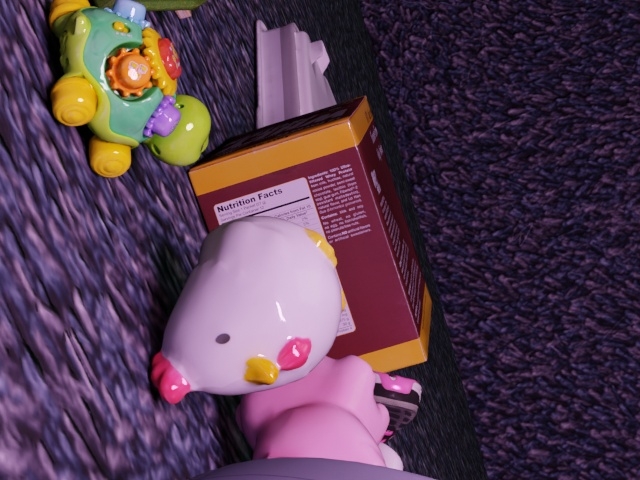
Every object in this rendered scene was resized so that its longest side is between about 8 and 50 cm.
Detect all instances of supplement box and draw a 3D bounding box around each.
[{"bbox_3d":[0.000,0.000,1.080,0.191,0.129,0.194,-64,136,-77],"label":"supplement box"}]

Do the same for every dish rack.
[{"bbox_3d":[0.007,-0.078,1.469,0.332,0.072,0.285,-96,165,-55],"label":"dish rack"}]

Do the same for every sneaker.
[{"bbox_3d":[0.026,0.152,0.992,0.170,0.063,0.074,131,-27,-54],"label":"sneaker"}]

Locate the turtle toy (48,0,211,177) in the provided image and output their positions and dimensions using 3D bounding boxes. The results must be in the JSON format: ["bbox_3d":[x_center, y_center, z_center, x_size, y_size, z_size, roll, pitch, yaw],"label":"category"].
[{"bbox_3d":[-0.110,-0.088,0.779,0.130,0.066,0.095,61,15,-52],"label":"turtle toy"}]

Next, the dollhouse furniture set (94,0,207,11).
[{"bbox_3d":[-0.161,-0.255,0.783,0.302,0.151,0.197,-14,81,-52],"label":"dollhouse furniture set"}]

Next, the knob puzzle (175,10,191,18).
[{"bbox_3d":[-0.151,-0.292,1.028,0.213,0.030,0.213,-17,90,-80],"label":"knob puzzle"}]

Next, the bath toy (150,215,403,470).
[{"bbox_3d":[-0.004,0.146,0.839,0.129,0.151,0.348,-45,131,-29],"label":"bath toy"}]

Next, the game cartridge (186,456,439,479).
[{"bbox_3d":[0.021,0.185,0.540,0.060,0.294,0.196,-22,99,-38],"label":"game cartridge"}]
